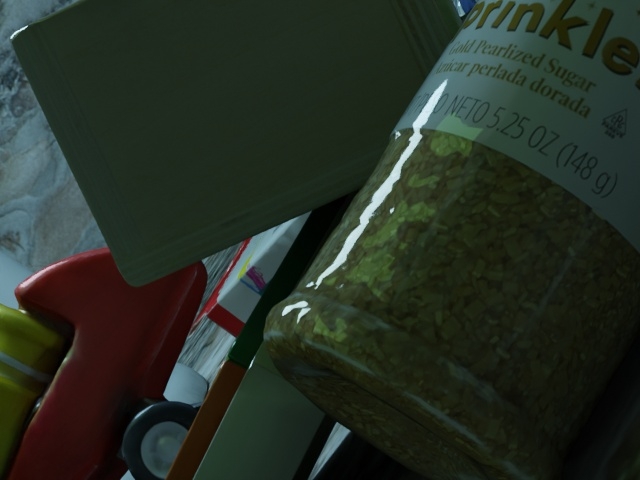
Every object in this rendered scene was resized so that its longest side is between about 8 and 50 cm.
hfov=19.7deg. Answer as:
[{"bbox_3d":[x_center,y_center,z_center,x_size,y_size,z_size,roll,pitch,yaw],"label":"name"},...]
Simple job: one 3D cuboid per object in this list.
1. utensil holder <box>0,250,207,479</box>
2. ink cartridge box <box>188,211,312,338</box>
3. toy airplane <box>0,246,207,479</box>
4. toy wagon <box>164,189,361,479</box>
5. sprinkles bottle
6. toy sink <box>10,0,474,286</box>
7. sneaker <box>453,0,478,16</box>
[{"bbox_3d":[-0.353,0.158,1.706,0.327,0.385,0.327,-54,6,9],"label":"utensil holder"},{"bbox_3d":[0.000,0.000,1.317,0.134,0.078,0.231,-59,8,-36],"label":"ink cartridge box"},{"bbox_3d":[-0.269,0.169,1.227,0.384,0.272,0.386,-37,-11,-43],"label":"toy airplane"},{"bbox_3d":[-0.008,0.071,0.873,0.267,0.068,0.344,-60,-6,-36],"label":"toy wagon"},{"bbox_3d":[0.120,-0.076,0.687,0.355,0.121,0.121,-57,7,-14],"label":"sprinkles bottle"},{"bbox_3d":[0.001,-0.094,0.829,0.234,0.131,0.153,-24,7,7],"label":"toy sink"},{"bbox_3d":[0.116,-0.113,1.040,0.131,0.112,0.296,-64,-2,7],"label":"sneaker"}]
